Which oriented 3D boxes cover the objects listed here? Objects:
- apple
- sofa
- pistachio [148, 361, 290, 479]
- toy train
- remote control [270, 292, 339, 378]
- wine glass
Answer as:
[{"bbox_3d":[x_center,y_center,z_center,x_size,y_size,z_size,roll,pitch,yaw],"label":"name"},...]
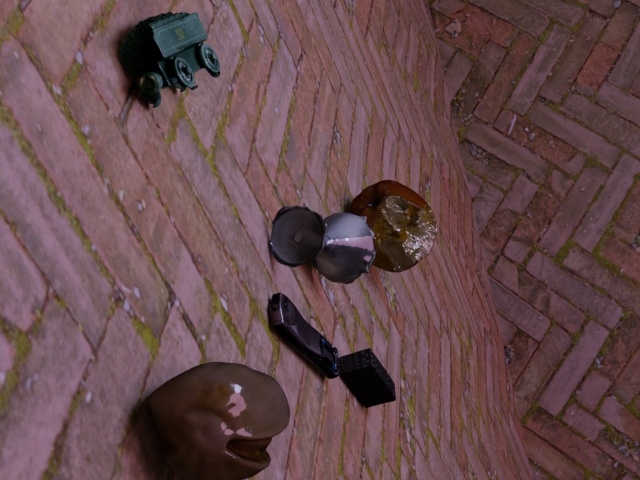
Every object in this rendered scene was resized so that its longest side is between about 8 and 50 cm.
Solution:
[{"bbox_3d":[0.134,-0.035,1.799,0.158,0.156,0.147,56,8,-22],"label":"apple"},{"bbox_3d":[0.079,0.231,1.581,0.039,0.060,0.118,-95,160,-43],"label":"sofa"},{"bbox_3d":[-0.103,0.190,1.005,0.129,0.131,0.206,-57,163,2],"label":"pistachio"},{"bbox_3d":[-0.181,-0.225,1.146,0.099,0.070,0.172,64,22,-13],"label":"toy train"},{"bbox_3d":[-0.021,0.144,1.401,0.212,0.028,0.059,51,32,-52],"label":"remote control"},{"bbox_3d":[0.000,0.000,1.447,0.183,0.122,0.122,20,58,-65],"label":"wine glass"}]
